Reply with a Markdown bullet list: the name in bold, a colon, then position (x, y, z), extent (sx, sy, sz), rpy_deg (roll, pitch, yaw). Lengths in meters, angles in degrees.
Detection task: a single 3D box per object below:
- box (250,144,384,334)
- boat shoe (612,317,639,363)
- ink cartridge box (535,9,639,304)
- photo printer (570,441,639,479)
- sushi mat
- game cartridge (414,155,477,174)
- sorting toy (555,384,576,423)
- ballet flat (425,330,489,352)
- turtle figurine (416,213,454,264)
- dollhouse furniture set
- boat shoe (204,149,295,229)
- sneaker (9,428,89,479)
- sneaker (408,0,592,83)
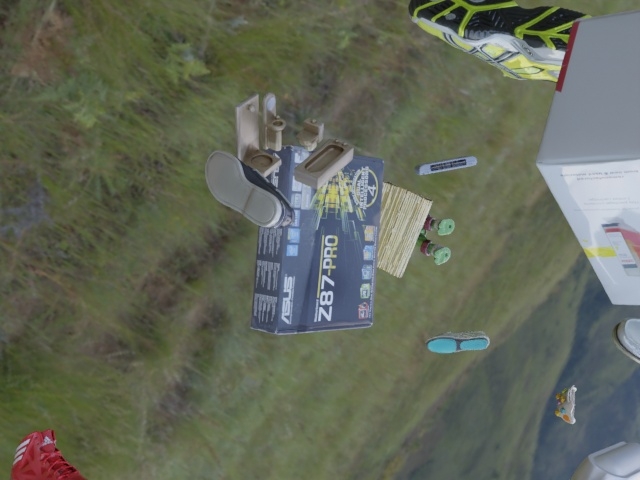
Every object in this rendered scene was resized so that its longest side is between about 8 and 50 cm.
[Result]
- **box**: position (0.000, 0.000, 1.811), extent (0.318, 0.097, 0.395), rpy_deg (3, 93, -46)
- **boat shoe**: position (0.823, 0.246, 1.866), extent (0.103, 0.302, 0.113), rpy_deg (114, -4, -63)
- **ink cartridge box**: position (0.487, -0.112, 1.240), extent (0.385, 0.160, 0.279), rpy_deg (47, 53, -42)
- **photo printer**: position (0.598, 0.570, 1.760), extent (0.307, 0.107, 0.256), rpy_deg (8, 108, -53)
- **sushi mat**: position (0.213, -0.029, 2.405), extent (0.019, 0.151, 0.317), rpy_deg (-54, 165, -48)
- **game cartridge**: position (0.179, -0.109, 1.183), extent (0.056, 0.083, 0.017), rpy_deg (-133, -147, -86)
- **sorting toy**: position (0.576, 0.371, 1.901), extent (0.075, 0.044, 0.083), rpy_deg (90, 11, -59)
- **ballet flat**: position (0.358, 0.263, 2.154), extent (0.052, 0.168, 0.057), rpy_deg (-91, -179, -59)
- **turtle figurine**: position (0.255, -0.028, 2.492), extent (0.274, 0.266, 0.198), rpy_deg (39, 77, -41)
- **dollhouse furniture set**: position (-0.041, -0.182, 1.396), extent (0.144, 0.151, 0.123), rpy_deg (-44, 148, -40)
- **boat shoe**: position (-0.117, -0.081, 1.349), extent (0.065, 0.206, 0.075), rpy_deg (13, 111, -50)
- **sneaker**: position (-0.496, 0.415, 1.515), extent (0.087, 0.221, 0.128), rpy_deg (18, 70, -61)
- **sneaker**: position (0.345, -0.388, 1.600), extent (0.145, 0.384, 0.147), rpy_deg (-56, 159, -26)
